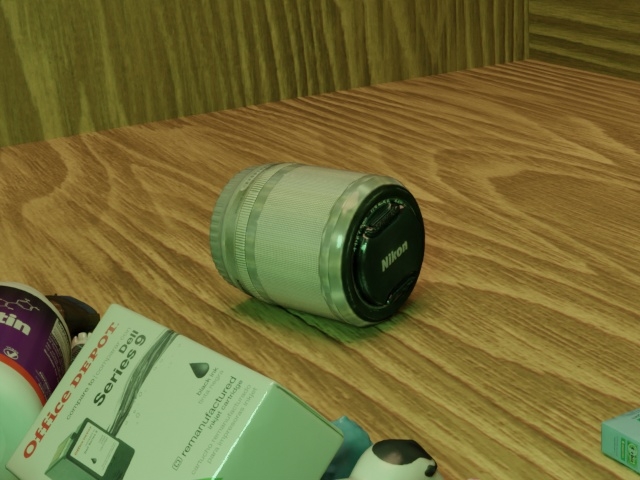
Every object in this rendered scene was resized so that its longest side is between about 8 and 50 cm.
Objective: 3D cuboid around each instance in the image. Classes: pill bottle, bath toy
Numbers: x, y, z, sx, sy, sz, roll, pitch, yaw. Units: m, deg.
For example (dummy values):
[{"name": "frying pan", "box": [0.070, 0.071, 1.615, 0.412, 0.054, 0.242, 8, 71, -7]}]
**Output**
[{"name": "pill bottle", "box": [-0.398, 0.162, 1.327, 0.181, 0.181, 0.323, -6, 19, -4]}, {"name": "bath toy", "box": [0.096, 0.261, 1.017, 0.348, 0.129, 0.151, 15, 60, 45]}]

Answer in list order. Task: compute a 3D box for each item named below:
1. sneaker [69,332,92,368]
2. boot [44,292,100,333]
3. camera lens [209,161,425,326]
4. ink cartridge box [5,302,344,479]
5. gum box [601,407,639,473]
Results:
[{"name": "sneaker", "box": [-0.273, 0.172, 1.482, 0.166, 0.065, 0.076, 1, 36, 25]}, {"name": "boot", "box": [-0.435, 0.118, 1.670, 0.219, 0.082, 0.106, 5, -1, 36]}, {"name": "camera lens", "box": [0.000, 0.000, 1.650, 0.274, 0.219, 0.219, 12, 25, 38]}, {"name": "ink cartridge box", "box": [-0.152, 0.207, 1.085, 0.289, 0.121, 0.211, 17, 70, 48]}, {"name": "gum box", "box": [0.421, 0.222, 1.186, 0.157, 0.041, 0.184, -14, 20, -27]}]
